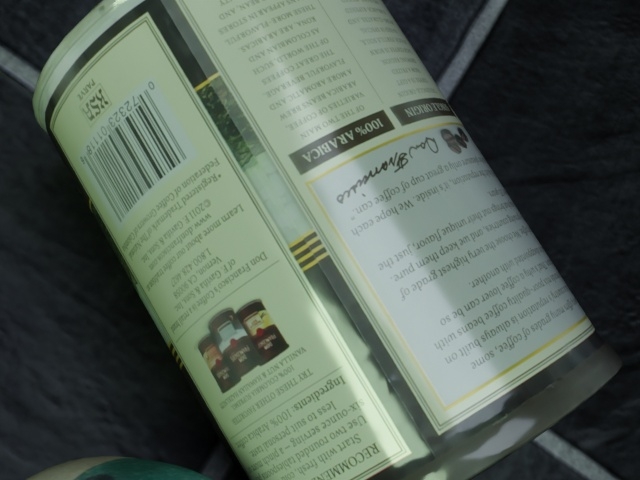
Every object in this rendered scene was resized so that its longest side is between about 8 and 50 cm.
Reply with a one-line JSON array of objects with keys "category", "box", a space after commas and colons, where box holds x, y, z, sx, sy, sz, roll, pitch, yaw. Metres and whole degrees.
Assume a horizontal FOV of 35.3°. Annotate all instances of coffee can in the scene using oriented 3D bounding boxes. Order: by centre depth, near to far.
[{"category": "coffee can", "box": [0.000, 0.000, 0.544, 0.201, 0.201, 0.275, -25, 79, -30]}]

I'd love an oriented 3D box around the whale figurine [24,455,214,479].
[{"category": "whale figurine", "box": [-0.094, 0.206, 0.394, 0.272, 0.141, 0.216, -44, 127, -56]}]
